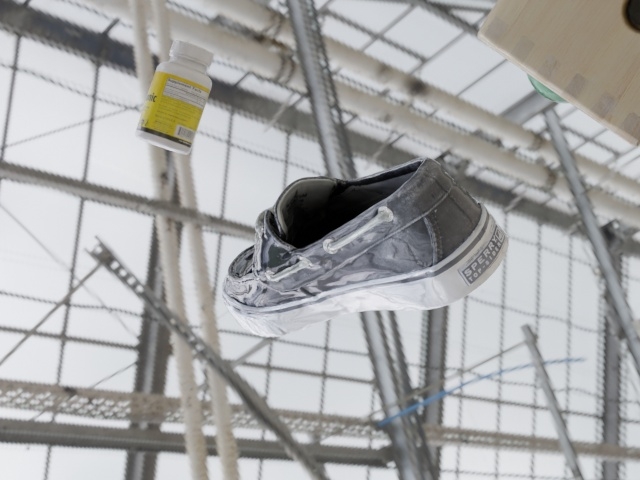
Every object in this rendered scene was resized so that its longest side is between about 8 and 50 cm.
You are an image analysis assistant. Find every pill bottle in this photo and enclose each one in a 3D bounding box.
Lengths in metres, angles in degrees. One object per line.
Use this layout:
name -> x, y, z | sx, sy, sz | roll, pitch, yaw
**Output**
pill bottle -> -0.158, -0.159, 1.115 | 0.065, 0.065, 0.116 | 19, -90, -39

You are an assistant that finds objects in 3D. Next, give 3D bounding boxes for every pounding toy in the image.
pounding toy -> 0.136, -0.090, 0.395 | 0.100, 0.141, 0.130 | 37, -156, 9

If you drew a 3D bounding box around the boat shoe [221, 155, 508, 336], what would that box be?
boat shoe -> 0.000, 0.000, 0.749 | 0.102, 0.301, 0.108 | 49, -119, -19
